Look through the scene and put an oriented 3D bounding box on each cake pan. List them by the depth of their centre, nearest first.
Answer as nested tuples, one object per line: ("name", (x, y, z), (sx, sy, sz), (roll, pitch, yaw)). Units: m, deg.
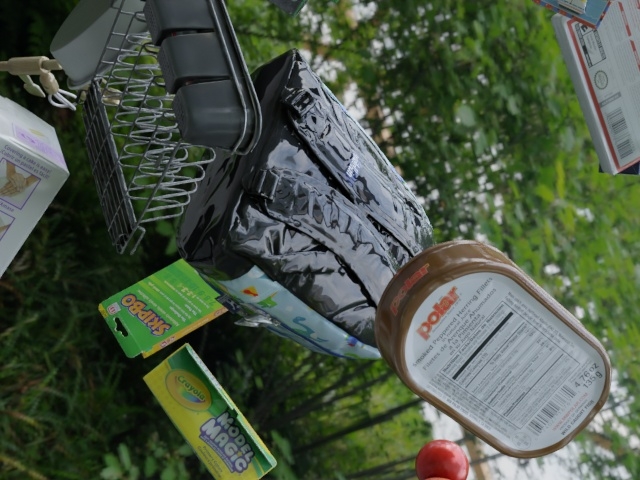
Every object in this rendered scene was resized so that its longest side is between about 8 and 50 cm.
("cake pan", (-0.253, -0.326, 1.128), (0.054, 0.293, 0.293), (43, 15, -29))

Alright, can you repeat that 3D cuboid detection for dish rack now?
("dish rack", (-0.163, -0.119, 0.819), (0.271, 0.074, 0.208), (-47, -125, 50))

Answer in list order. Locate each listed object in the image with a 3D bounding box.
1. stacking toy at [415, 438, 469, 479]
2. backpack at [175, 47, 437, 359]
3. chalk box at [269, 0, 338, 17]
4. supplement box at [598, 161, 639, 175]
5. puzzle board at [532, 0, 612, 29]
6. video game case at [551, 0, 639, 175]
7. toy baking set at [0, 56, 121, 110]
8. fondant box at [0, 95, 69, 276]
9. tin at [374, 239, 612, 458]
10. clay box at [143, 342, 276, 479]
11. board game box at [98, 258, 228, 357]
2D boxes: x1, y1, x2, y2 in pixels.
("stacking toy", (0.179, 0.456, 1.324), (0.330, 0.141, 0.141), (-79, 158, -45))
("backpack", (0.000, 0.000, 1.050), (0.355, 0.273, 0.290), (31, 59, -27))
("chalk box", (-0.044, -0.462, 1.350), (0.132, 0.213, 0.132), (-40, -154, 50))
("supplement box", (0.481, -0.124, 1.279), (0.083, 0.083, 0.056), (-164, -102, -64))
("puzzle board", (0.200, -0.249, 0.721), (0.096, 0.128, 0.011), (-66, 176, 21))
("video game case", (0.422, -0.229, 0.983), (0.204, 0.285, 0.025), (63, -5, -22))
("toy baking set", (-0.468, -0.272, 1.507), (0.196, 0.256, 0.030), (33, 67, -59))
("fondant box", (-0.436, 0.002, 1.013), (0.096, 0.330, 0.238), (32, 6, -28))
("tin", (0.119, 0.076, 0.563), (0.189, 0.106, 0.040), (37, 4, -28))
("clay box", (-0.104, 0.163, 0.776), (0.127, 0.053, 0.222), (53, -13, 3))
("board game box", (-0.242, 0.099, 1.473), (0.124, 0.259, 0.039), (52, -22, 26))
